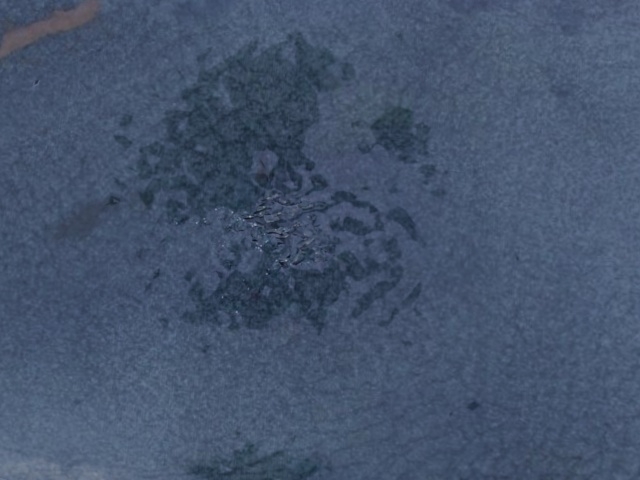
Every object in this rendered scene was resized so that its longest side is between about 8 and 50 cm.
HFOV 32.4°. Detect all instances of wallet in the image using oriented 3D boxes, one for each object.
[{"bbox_3d":[0.000,0.000,0.339,0.379,0.046,0.190,5,81,6],"label":"wallet"}]
